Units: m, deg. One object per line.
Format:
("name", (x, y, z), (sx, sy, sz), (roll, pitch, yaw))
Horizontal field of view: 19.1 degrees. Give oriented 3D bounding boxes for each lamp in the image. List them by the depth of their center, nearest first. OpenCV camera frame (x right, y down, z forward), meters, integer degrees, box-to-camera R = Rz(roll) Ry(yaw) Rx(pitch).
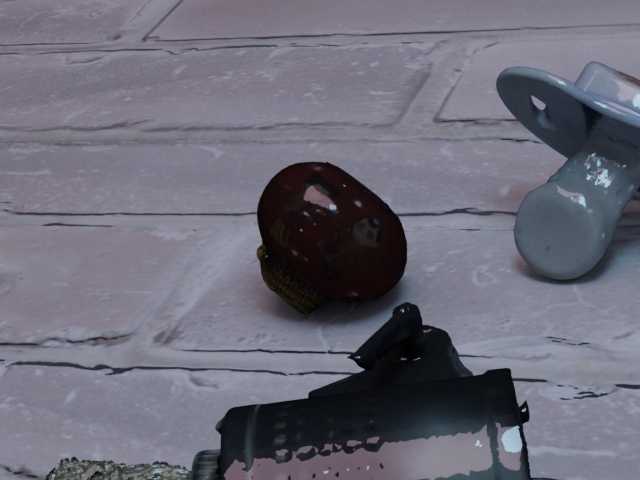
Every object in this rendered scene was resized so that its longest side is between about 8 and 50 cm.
("lamp", (0.041, 0.210, 1.309), (0.272, 0.205, 0.374), (-20, 34, -11))
("lamp", (0.004, 0.003, 1.814), (0.135, 0.156, 0.157), (-53, -4, -2))

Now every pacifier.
("pacifier", (0.270, -0.050, 1.818), (0.279, 0.227, 0.207), (27, 76, 24))

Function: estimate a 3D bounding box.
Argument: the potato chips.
("potato chips", (-0.126, 0.222, 1.508), (0.167, 0.059, 0.228), (-21, 23, -33))
